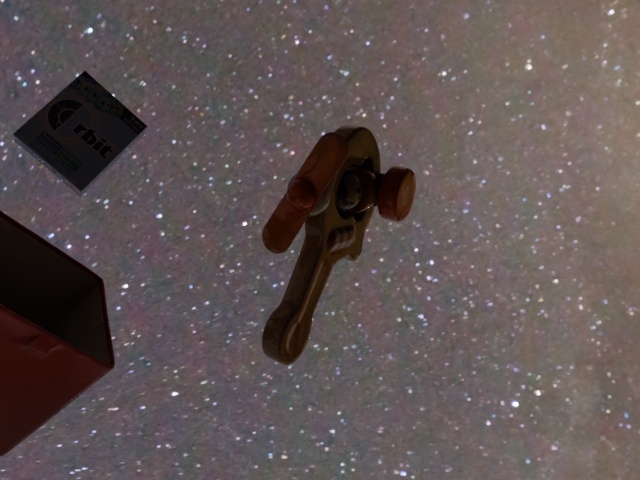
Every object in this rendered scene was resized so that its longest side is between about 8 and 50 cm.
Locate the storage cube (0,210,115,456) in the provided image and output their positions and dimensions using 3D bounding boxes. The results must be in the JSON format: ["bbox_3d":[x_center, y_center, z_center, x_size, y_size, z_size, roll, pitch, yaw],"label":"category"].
[{"bbox_3d":[-0.398,0.114,0.794,0.215,0.193,0.184,46,-172,-41],"label":"storage cube"}]

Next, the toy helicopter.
[{"bbox_3d":[0.000,0.000,0.903,0.355,0.140,0.235,-68,-26,-11],"label":"toy helicopter"}]

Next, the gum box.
[{"bbox_3d":[-0.450,-0.203,1.217,0.157,0.041,0.184,42,-114,-9],"label":"gum box"}]
